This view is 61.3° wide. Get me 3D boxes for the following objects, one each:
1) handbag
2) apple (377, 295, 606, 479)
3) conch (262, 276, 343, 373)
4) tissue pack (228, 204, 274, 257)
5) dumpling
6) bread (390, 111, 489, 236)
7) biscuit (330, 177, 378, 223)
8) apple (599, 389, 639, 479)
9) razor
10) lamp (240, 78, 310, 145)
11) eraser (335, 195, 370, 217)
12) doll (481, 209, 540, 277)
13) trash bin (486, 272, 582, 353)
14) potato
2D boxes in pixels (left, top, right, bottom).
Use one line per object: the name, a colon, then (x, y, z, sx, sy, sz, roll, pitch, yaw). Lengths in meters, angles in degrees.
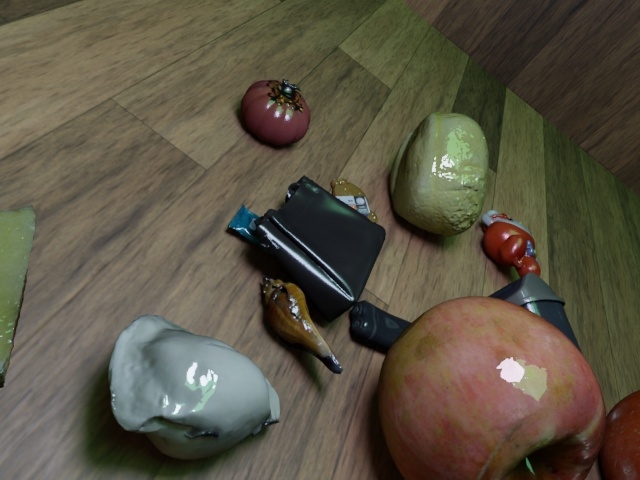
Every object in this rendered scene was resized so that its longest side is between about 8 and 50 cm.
handbag: (0.000, 0.000, 1.119, 0.257, 0.113, 0.285, 43, 36, -6)
apple: (0.267, 0.277, 0.913, 0.363, 0.364, 0.364, 23, 42, -22)
conch: (-0.046, 0.152, 0.976, 0.080, 0.086, 0.233, -27, 71, -7)
tissue pack: (-0.120, -0.011, 1.111, 0.138, 0.028, 0.085, 38, 33, -12)
dumpling: (-0.183, 0.204, 0.782, 0.175, 0.243, 0.227, -33, 53, -12)
bread: (0.325, -0.173, 1.424, 0.237, 0.321, 0.321, 8, 46, -9)
biscuit: (0.087, -0.080, 1.355, 0.133, 0.027, 0.184, 21, 43, -21)
apple: (0.801, 0.501, 1.201, 0.348, 0.277, 0.349, 23, 41, -22)
razor: (0.132, 0.184, 1.117, 0.147, 0.054, 0.090, 26, 41, -20)
lamp: (-0.105, -0.322, 1.333, 0.181, 0.140, 0.182, 19, 46, -21)
eraser: (0.053, -0.078, 1.290, 0.121, 0.029, 0.052, -2, 57, -16)
doll: (0.552, 0.010, 1.577, 0.161, 0.130, 0.290, 33, 24, -20)
trash bin: (0.473, 0.241, 1.236, 0.182, 0.209, 0.291, 8, 54, -37)
potato: (-0.505, 0.062, 0.656, 0.255, 0.112, 0.270, 12, 44, -27)
